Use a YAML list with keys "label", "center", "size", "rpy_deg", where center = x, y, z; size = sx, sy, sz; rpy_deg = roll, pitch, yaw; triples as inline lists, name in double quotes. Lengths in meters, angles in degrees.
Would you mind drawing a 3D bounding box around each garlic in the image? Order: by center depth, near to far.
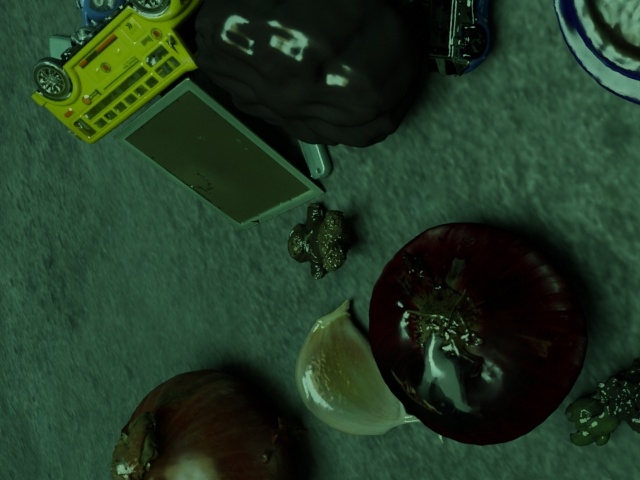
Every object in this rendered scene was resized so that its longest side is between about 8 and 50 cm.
- label: "garlic"
  center: [0.058, 0.247, 1.145]
  size: [0.266, 0.128, 0.148]
  rpy_deg: [47, 143, 2]

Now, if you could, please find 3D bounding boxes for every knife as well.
- label: "knife"
  center: [-0.024, -0.169, 1.084]
  size: [0.044, 0.023, 0.162]
  rpy_deg: [-15, 97, 46]

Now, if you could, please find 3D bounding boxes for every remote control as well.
- label: "remote control"
  center: [-0.467, -0.356, 1.376]
  size: [0.162, 0.029, 0.061]
  rpy_deg: [16, 115, 35]

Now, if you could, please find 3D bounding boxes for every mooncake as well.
- label: "mooncake"
  center: [-0.019, -0.219, 0.899]
  size: [0.283, 0.283, 0.141]
  rpy_deg: [19, 76, 33]

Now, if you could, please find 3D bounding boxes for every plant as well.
- label: "plant"
  center: [0.361, 0.200, 0.875]
  size: [0.174, 0.087, 0.085]
  rpy_deg: [-49, 39, 44]

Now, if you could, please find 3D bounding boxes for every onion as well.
- label: "onion"
  center: [0.199, 0.119, 0.914]
  size: [0.273, 0.285, 0.273]
  rpy_deg: [-9, 68, 24]
- label: "onion"
  center: [-0.199, 0.404, 1.292]
  size: [0.354, 0.354, 0.353]
  rpy_deg: [16, 116, 35]

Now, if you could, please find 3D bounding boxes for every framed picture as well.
- label: "framed picture"
  center: [-0.157, -0.122, 1.118]
  size: [0.216, 0.016, 0.273]
  rpy_deg: [-22, 130, 42]

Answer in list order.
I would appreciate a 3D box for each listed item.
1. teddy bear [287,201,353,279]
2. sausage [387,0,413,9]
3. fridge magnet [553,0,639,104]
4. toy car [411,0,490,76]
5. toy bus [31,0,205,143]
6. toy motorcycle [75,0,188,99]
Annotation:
- label: "teddy bear"
  center: [0.009, 0.000, 1.094]
  size: [0.160, 0.078, 0.119]
  rpy_deg: [-5, 86, 63]
- label: "sausage"
  center: [-0.004, -0.326, 0.932]
  size: [0.372, 0.082, 0.082]
  rpy_deg: [17, 117, 45]
- label: "fridge magnet"
  center: [0.345, -0.253, 0.682]
  size: [0.266, 0.113, 0.265]
  rpy_deg: [17, 118, 37]
- label: "toy car"
  center: [0.161, -0.303, 0.846]
  size: [0.103, 0.063, 0.216]
  rpy_deg: [24, 119, 47]
- label: "toy bus"
  center: [-0.259, -0.279, 1.032]
  size: [0.330, 0.144, 0.152]
  rpy_deg: [-28, 116, 32]
- label: "toy motorcycle"
  center: [-0.305, -0.361, 1.176]
  size: [0.213, 0.125, 0.358]
  rpy_deg: [26, 124, 28]
